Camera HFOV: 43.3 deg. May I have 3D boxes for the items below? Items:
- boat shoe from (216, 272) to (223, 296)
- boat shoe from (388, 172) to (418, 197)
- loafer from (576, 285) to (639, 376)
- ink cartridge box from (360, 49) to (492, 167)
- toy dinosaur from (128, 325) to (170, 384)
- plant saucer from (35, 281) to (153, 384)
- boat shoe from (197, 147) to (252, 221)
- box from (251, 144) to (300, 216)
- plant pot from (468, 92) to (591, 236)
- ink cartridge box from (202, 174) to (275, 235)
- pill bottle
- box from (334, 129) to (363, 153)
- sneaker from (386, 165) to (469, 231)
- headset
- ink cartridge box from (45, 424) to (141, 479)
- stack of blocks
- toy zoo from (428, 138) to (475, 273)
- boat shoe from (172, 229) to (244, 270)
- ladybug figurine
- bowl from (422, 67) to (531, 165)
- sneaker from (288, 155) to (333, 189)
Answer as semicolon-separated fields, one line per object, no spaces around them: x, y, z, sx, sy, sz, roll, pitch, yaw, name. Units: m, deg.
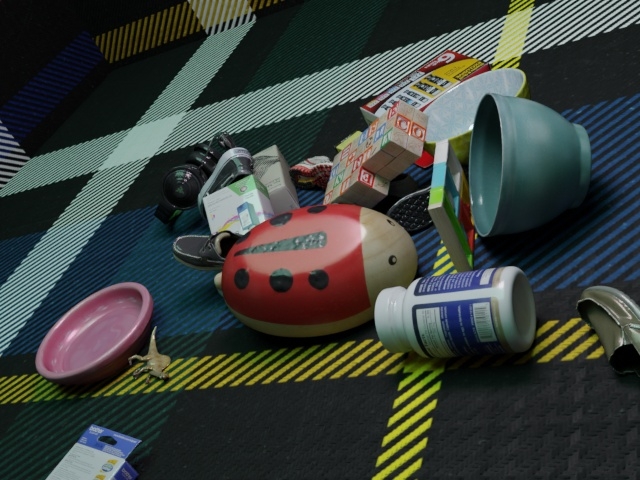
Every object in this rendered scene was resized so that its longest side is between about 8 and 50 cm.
-0.180;0.120;1.912;0.076;0.083;0.226;-10;24;-24;boat shoe
0.164;-0.149;2.032;0.066;0.063;0.184;-43;34;-21;boat shoe
0.487;0.156;1.285;0.087;0.094;0.251;-30;31;-8;loafer
0.311;-0.355;2.146;0.310;0.130;0.272;-35;32;-9;ink cartridge box
-0.402;0.288;1.904;0.093;0.053;0.183;-19;37;-11;toy dinosaur
-0.560;0.247;2.049;0.332;0.084;0.332;-22;31;14;plant saucer
-0.254;-0.121;2.219;0.306;0.113;0.104;-50;47;45;boat shoe
-0.138;-0.159;2.271;0.113;0.094;0.275;-28;30;6;box
0.430;-0.152;1.643;0.197;0.293;0.293;1;34;-1;plant pot
-0.197;-0.038;2.066;0.154;0.093;0.212;-24;62;12;ink cartridge box
0.242;0.135;1.465;0.265;0.153;0.153;-8;37;31;pill bottle
0.133;-0.234;2.189;0.087;0.058;0.232;-38;31;-13;box
0.258;-0.094;1.886;0.235;0.084;0.097;-30;7;-2;sneaker
-0.343;-0.174;2.369;0.394;0.185;0.243;-46;6;44;headset
-0.496;0.522;1.615;0.186;0.065;0.311;1;45;41;ink cartridge box
0.127;-0.183;1.927;0.297;0.087;0.171;-38;32;51;stack of blocks
0.285;-0.084;1.711;0.030;0.192;0.293;-15;34;23;toy zoo
-0.232;0.020;1.937;0.285;0.092;0.102;11;55;21;boat shoe
-0.022;0.048;1.722;0.450;0.162;0.305;-12;55;11;ladybug figurine
0.383;-0.262;1.910;0.290;0.156;0.289;-29;25;15;bowl
0.013;-0.196;2.208;0.225;0.088;0.093;11;45;45;sneaker
